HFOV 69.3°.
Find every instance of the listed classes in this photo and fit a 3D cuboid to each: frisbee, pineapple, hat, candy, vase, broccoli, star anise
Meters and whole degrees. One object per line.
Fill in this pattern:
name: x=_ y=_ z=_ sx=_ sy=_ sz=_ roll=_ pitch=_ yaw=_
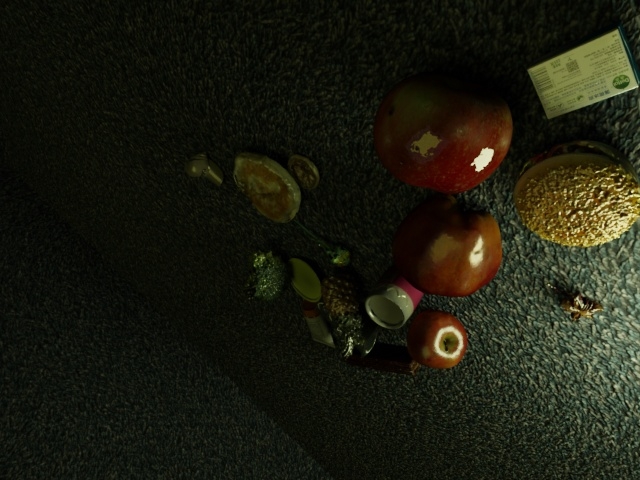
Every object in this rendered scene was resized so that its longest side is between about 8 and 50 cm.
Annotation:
frisbee: x=-0.073 y=0.181 z=2.126 sx=0.236 sy=0.017 sz=0.236 roll=30 pitch=137 yaw=33
pineapple: x=0.106 y=0.311 z=1.919 sx=0.169 sy=0.169 sz=0.340 roll=-26 pitch=72 yaw=48
hat: x=-0.511 y=-0.298 z=2.044 sx=0.175 sy=0.085 sz=0.147 roll=42 pitch=139 yaw=3
candy: x=0.000 y=0.000 z=1.913 sx=0.305 sy=0.083 sz=0.091 roll=40 pitch=142 yaw=16
vase: x=0.128 y=0.343 z=2.055 sx=0.301 sy=0.156 sz=0.251 roll=35 pitch=112 yaw=19
broccoli: x=-0.275 y=0.150 z=2.151 sx=0.263 sy=0.247 sz=0.243 roll=46 pitch=-169 yaw=-49
star anise: x=0.777 y=0.186 z=1.431 sx=0.190 sy=0.070 sz=0.097 roll=30 pitch=145 yaw=-14

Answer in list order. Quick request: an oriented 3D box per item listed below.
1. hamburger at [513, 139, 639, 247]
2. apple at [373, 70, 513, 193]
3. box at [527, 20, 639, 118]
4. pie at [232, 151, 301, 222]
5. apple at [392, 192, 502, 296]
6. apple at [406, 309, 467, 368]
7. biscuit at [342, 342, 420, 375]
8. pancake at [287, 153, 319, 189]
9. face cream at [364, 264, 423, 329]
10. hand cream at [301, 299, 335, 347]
hamburger: x=0.656 y=-0.113 z=1.196 sx=0.302 sy=0.170 sz=0.302 roll=22 pitch=137 yaw=23
apple: x=0.310 y=-0.277 z=1.209 sx=0.348 sy=0.348 sz=0.277 roll=28 pitch=123 yaw=17
box: x=0.606 y=-0.389 z=1.072 sx=0.194 sy=0.073 sz=0.139 roll=-15 pitch=113 yaw=45
pie: x=-0.220 y=-0.216 z=1.874 sx=0.339 sy=0.077 sz=0.339 roll=27 pitch=141 yaw=25
apple: x=0.418 y=0.023 z=1.551 sx=0.329 sy=0.295 sz=0.365 roll=-1 pitch=136 yaw=-8
apple: x=0.438 y=0.376 z=1.776 sx=0.230 sy=0.230 sz=0.230 roll=22 pitch=135 yaw=23
biscuit: x=0.273 y=0.528 z=2.110 sx=0.388 sy=0.107 sz=0.073 roll=-3 pitch=122 yaw=41
pancake: x=-0.068 y=-0.259 z=1.765 sx=0.151 sy=0.025 sz=0.151 roll=26 pitch=142 yaw=22
face cream: x=0.283 y=0.213 z=1.761 sx=0.175 sy=0.195 sz=0.175 roll=23 pitch=135 yaw=24
hand cream: x=-0.011 y=0.416 z=2.263 sx=0.139 sy=0.089 sz=0.314 roll=16 pitch=137 yaw=30
